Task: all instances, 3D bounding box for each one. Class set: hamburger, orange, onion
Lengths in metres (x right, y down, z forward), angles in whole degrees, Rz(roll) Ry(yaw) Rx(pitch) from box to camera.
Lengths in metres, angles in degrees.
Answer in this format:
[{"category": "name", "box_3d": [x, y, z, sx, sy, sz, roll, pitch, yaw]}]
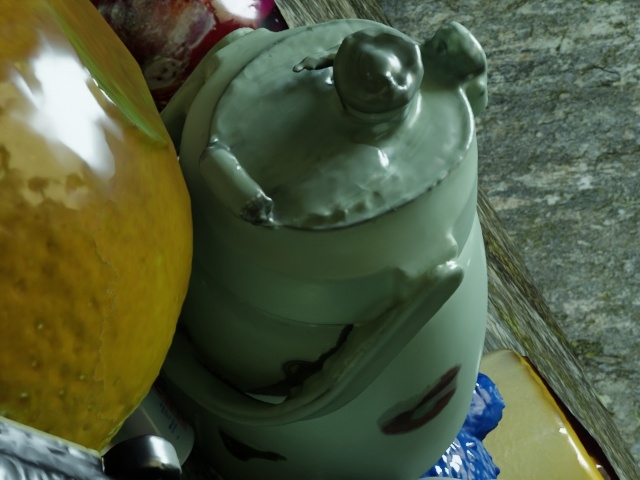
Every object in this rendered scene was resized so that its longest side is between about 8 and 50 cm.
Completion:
[{"category": "hamburger", "box_3d": [0.161, 0.231, 1.561, 0.300, 0.176, 0.300, 55, 6, -8]}, {"category": "orange", "box_3d": [-0.172, -0.029, 0.983, 0.334, 0.196, 0.262, -116, -178, -62]}, {"category": "onion", "box_3d": [-0.114, -0.153, 1.370, 0.140, 0.195, 0.218, 50, 36, -16]}]

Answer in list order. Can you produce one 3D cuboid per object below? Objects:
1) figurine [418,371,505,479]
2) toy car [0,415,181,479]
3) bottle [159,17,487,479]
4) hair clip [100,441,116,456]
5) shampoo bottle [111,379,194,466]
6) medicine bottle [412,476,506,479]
[{"category": "figurine", "box_3d": [0.048, 0.140, 1.369, 0.262, 0.164, 0.121, 57, 5, -2]}, {"category": "toy car", "box_3d": [-0.140, 0.130, 0.776, 0.257, 0.124, 0.101, 29, 29, -47]}, {"category": "bottle", "box_3d": [-0.003, 0.012, 1.158, 0.351, 0.229, 0.229, 92, -28, -64]}, {"category": "hair clip", "box_3d": [-0.093, 0.174, 0.975, 0.159, 0.071, 0.218, 50, 9, -44]}, {"category": "shampoo bottle", "box_3d": [-0.117, 0.090, 1.147, 0.099, 0.043, 0.072, 55, 8, -10]}, {"category": "medicine bottle", "box_3d": [0.066, 0.216, 1.206, 0.135, 0.135, 0.215, 59, 31, 9]}]
